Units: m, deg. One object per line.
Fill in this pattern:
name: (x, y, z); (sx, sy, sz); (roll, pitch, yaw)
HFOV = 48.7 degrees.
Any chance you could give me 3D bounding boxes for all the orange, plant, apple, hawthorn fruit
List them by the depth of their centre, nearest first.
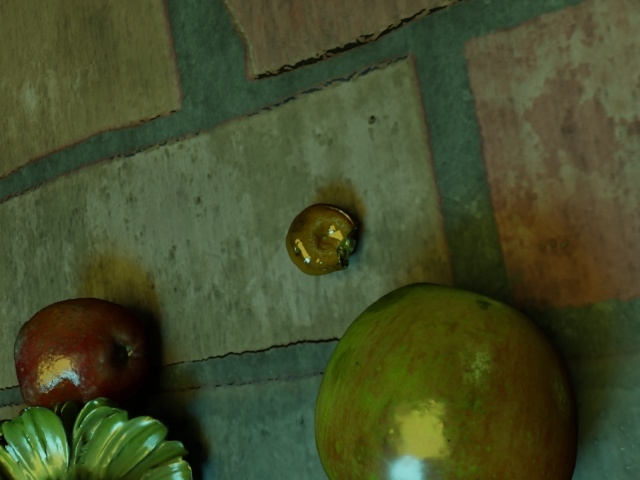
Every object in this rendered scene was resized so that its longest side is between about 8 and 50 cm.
apple: (0.121, 0.157, 0.666); (0.246, 0.246, 0.226); (8, 75, 31)
orange: (0.000, 0.000, 0.807); (0.086, 0.062, 0.086); (2, 78, -8)
plant: (-0.278, 0.349, 0.856); (0.297, 0.261, 0.305); (24, 91, 38)
hawthorn fruit: (-0.312, 0.159, 0.943); (0.173, 0.173, 0.172); (0, 90, 31)

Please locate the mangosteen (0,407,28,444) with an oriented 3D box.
mangosteen: (-0.428, 0.334, 1.015); (0.200, 0.200, 0.199); (0, 90, 31)
